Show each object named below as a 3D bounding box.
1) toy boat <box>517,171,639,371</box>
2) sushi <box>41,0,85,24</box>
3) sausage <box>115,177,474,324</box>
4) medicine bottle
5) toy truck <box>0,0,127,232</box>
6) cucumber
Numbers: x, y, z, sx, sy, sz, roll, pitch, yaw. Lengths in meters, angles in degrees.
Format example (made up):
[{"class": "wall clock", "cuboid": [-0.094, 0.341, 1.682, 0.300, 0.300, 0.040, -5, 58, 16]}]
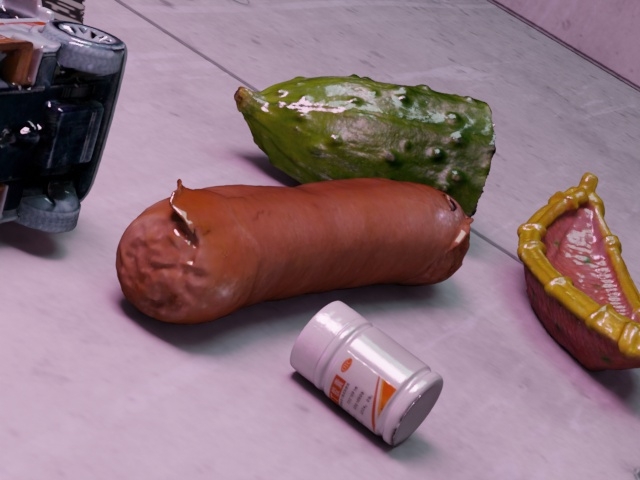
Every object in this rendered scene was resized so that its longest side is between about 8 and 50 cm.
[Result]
[{"class": "toy boat", "cuboid": [0.242, 0.040, 1.336, 0.141, 0.099, 0.318, 24, 22, -13]}, {"class": "sushi", "cuboid": [-0.346, -0.342, 1.476, 0.296, 0.100, 0.373, 22, 20, -17]}, {"class": "sausage", "cuboid": [0.000, 0.000, 1.109, 0.419, 0.094, 0.094, -5, 77, -58]}, {"class": "medicine bottle", "cuboid": [0.030, 0.086, 0.980, 0.089, 0.057, 0.057, 37, 21, 20]}, {"class": "toy truck", "cuboid": [-0.258, -0.078, 0.888, 0.162, 0.136, 0.305, 26, 20, 22]}, {"class": "cucumber", "cuboid": [0.030, -0.093, 1.345, 0.244, 0.134, 0.134, 14, 23, -28]}]
